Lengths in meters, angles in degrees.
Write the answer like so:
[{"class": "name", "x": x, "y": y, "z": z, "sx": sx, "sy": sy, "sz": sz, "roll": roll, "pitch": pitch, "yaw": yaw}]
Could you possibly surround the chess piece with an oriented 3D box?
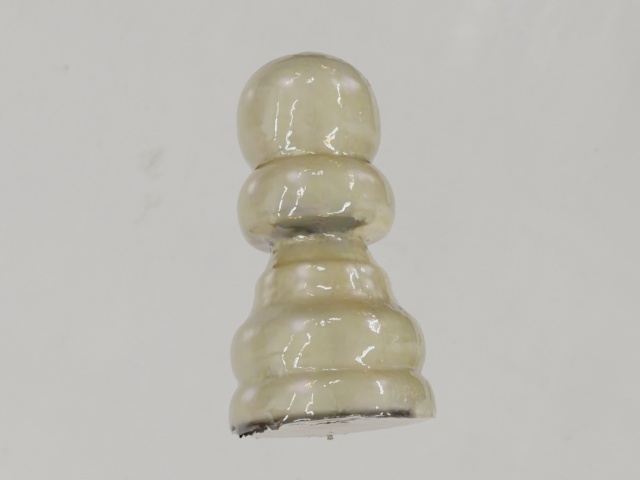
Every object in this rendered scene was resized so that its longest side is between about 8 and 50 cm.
[{"class": "chess piece", "x": 0.000, "y": 0.000, "z": 0.921, "sx": 0.143, "sy": 0.143, "sz": 0.261, "roll": 0, "pitch": 78, "yaw": -16}]
